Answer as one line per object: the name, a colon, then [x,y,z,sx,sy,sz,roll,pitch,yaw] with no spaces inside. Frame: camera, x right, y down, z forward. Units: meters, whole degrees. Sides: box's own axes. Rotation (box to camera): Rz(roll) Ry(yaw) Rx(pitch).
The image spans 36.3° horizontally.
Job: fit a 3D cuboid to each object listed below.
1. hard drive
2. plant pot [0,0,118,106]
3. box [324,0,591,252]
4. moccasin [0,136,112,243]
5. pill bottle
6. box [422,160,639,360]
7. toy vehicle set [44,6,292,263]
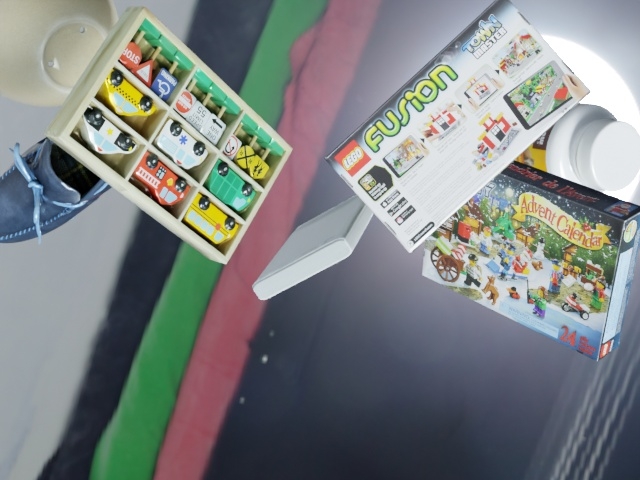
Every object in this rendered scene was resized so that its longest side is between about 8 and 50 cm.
hard drive: [0.000,0.000,1.865,0.203,0.040,0.307,-28,-169,21]
plant pot: [-0.466,-0.354,1.718,0.191,0.284,0.284,36,-76,44]
box: [0.117,-0.100,0.847,0.207,0.114,0.036,-42,-179,6]
moccasin: [-0.355,-0.109,1.353,0.342,0.138,0.117,-35,-179,14]
pill bottle: [0.295,-0.116,1.218,0.215,0.117,0.117,20,-89,60]
box: [0.213,0.005,1.021,0.233,0.044,0.159,26,-53,39]
toy vehicle set: [-0.157,-0.109,1.079,0.035,0.267,0.166,14,-110,45]
